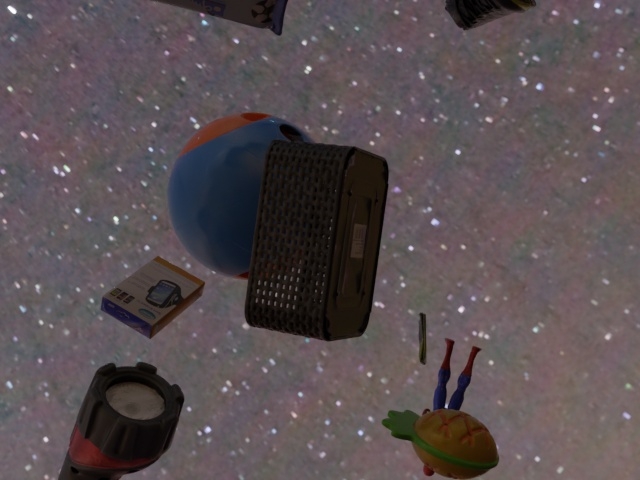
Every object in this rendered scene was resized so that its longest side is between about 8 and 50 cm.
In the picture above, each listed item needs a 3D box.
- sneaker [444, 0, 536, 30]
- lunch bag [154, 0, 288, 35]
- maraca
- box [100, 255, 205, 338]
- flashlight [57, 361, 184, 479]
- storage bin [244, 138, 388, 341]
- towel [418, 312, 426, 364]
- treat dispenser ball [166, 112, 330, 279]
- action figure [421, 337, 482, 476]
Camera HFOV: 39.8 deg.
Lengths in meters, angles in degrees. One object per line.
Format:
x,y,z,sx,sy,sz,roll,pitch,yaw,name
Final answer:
0.281,-0.409,1.507,0.121,0.300,0.111,-36,-83,11,sneaker
-0.162,-0.500,1.165,0.327,0.386,0.239,11,-24,-8,lunch bag
0.186,0.306,1.363,0.127,0.185,0.099,-17,-55,-73,maraca
-0.223,0.076,1.157,0.136,0.081,0.028,-43,-24,-50,box
-0.233,0.271,0.940,0.103,0.103,0.304,0,-55,-37,flashlight
0.000,0.000,0.855,0.122,0.084,0.180,6,-88,-66,storage bin
0.119,0.116,1.035,0.083,0.009,0.060,50,-140,-80,towel
-0.118,-0.075,1.519,0.288,0.288,0.288,-24,-46,-28,treat dispenser ball
0.261,0.347,1.836,0.139,0.091,0.281,26,-100,-80,action figure
